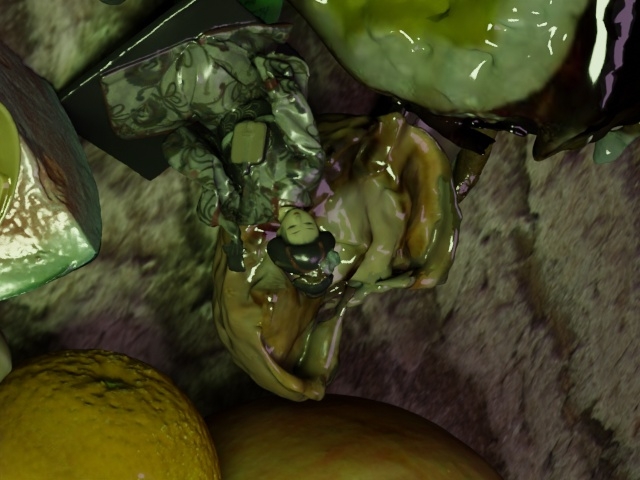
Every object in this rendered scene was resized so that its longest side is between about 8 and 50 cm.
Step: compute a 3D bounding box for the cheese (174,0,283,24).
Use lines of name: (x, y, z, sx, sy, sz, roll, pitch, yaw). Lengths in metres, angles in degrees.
cheese: (-0.053, -0.220, 1.395, 0.204, 0.083, 0.320, -20, 145, -35)

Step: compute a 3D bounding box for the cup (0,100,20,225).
cup: (-0.284, -0.042, 1.129, 0.176, 0.155, 0.131, -44, 146, -24)

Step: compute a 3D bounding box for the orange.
orange: (-0.178, 0.193, 1.431, 0.236, 0.236, 0.236, -37, 142, -35)

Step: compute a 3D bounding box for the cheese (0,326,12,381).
cheese: (-0.292, 0.112, 1.311, 0.202, 0.091, 0.175, -46, 149, -23)

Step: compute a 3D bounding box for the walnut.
walnut: (-0.005, -0.006, 1.602, 0.238, 0.141, 0.204, -40, 132, -30)

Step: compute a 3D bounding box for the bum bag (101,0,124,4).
bum bag: (-0.145, -0.223, 1.261, 0.087, 0.049, 0.198, -35, 135, 6)

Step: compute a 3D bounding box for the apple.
apple: (-0.016, 0.316, 1.629, 0.346, 0.391, 0.391, 23, 96, -49)

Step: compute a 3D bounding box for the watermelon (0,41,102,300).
watermelon: (-0.252, -0.055, 1.280, 0.207, 0.136, 0.202, -17, 94, -16)

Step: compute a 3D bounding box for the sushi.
sushi: (0.171, -0.218, 1.531, 0.294, 0.299, 0.281, -12, 140, -55)

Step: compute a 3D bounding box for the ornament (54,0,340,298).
ornament: (-0.053, -0.048, 1.382, 0.166, 0.196, 0.153, -37, 154, 11)

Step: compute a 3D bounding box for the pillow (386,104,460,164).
pillow: (0.069, -0.056, 1.752, 0.208, 0.053, 0.119, -60, 148, 5)

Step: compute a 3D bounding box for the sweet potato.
sweet potato: (0.142, -0.089, 1.853, 0.041, 0.038, 0.153, 3, 123, -31)
